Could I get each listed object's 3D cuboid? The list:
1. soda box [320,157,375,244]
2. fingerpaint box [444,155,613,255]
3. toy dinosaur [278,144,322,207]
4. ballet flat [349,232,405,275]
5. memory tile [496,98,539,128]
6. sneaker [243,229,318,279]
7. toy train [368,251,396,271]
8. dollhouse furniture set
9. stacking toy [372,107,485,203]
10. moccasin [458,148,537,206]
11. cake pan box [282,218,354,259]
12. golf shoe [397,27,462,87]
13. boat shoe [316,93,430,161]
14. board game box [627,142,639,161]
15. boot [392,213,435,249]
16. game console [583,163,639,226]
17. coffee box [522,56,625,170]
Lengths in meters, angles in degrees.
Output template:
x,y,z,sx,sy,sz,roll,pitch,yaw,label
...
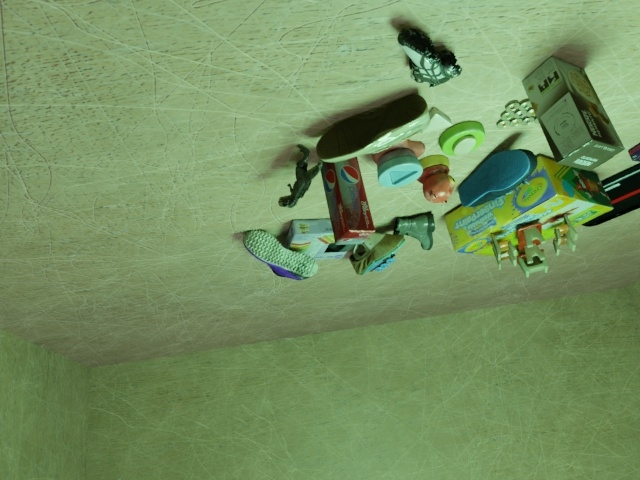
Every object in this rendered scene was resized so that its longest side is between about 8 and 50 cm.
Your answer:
x,y,z,sx,sy,sz,roll,pitch,yaw,label
0.071,-0.124,1.322,0.083,0.264,0.092,0,155,-26,soda box
0.760,-0.104,1.776,0.370,0.163,0.444,5,152,-33,fingerpaint box
-0.046,-0.186,1.313,0.063,0.118,0.268,8,153,-22,toy dinosaur
0.209,0.036,1.932,0.116,0.124,0.342,-45,179,-30,ballet flat
0.572,-0.354,1.322,0.147,0.012,0.113,-9,157,-4,memory tile
-0.166,0.073,1.770,0.293,0.102,0.146,29,151,-11,sneaker
0.255,0.080,2.098,0.105,0.080,0.184,8,151,-24,toy train
0.761,0.015,1.729,0.261,0.135,0.259,-17,145,13,dollhouse furniture set
0.327,-0.222,1.373,0.308,0.131,0.279,8,151,-36,stacking toy
0.581,-0.209,1.545,0.116,0.138,0.342,-6,171,-19,moccasin
0.000,0.000,1.824,0.266,0.070,0.246,-2,157,-18,cake pan box
0.220,-0.383,1.033,0.198,0.077,0.093,13,148,-40,golf shoe
0.137,-0.268,1.227,0.302,0.109,0.098,-23,153,14,boat shoe
1.251,-0.331,1.614,0.346,0.056,0.208,1,158,-25,board game box
0.368,-0.033,1.908,0.161,0.084,0.247,-5,152,7,boot
1.196,-0.184,1.928,0.341,0.060,0.386,17,144,-38,game console
0.608,-0.305,1.153,0.141,0.247,0.098,4,153,-29,coffee box
